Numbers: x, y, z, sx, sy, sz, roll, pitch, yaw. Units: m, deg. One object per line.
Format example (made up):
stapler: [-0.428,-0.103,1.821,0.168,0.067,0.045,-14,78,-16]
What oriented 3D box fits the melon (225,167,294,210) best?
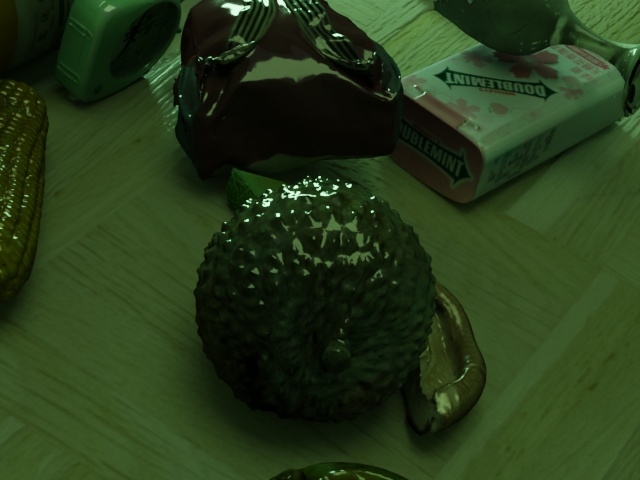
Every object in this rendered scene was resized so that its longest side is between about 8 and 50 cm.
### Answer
melon: [0.001,0.000,1.662,0.261,0.053,0.114,37,28,18]

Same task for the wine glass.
wine glass: [0.306,-0.288,1.826,0.321,0.143,0.143,28,43,20]

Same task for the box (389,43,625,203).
box: [0.259,-0.188,1.883,0.369,0.112,0.190,-26,55,-39]

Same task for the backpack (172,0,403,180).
backpack: [-0.052,-0.227,1.765,0.283,0.197,0.317,-3,41,-9]

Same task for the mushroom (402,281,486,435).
mushroom: [0.132,0.131,1.516,0.094,0.072,0.210,0,47,-13]

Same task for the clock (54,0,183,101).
clock: [-0.247,-0.276,1.799,0.066,0.159,0.211,40,41,15]

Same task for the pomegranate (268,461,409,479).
pomegranate: [0.029,0.335,1.183,0.236,0.236,0.302,-35,94,-41]

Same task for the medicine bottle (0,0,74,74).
medicine bottle: [-0.422,-0.333,1.749,0.238,0.238,0.232,35,45,23]

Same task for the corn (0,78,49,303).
corn: [-0.368,-0.056,1.554,0.120,0.120,0.363,7,38,-8]

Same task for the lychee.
lychee: [-0.008,0.060,1.446,0.255,0.255,0.274,-1,19,-16]
